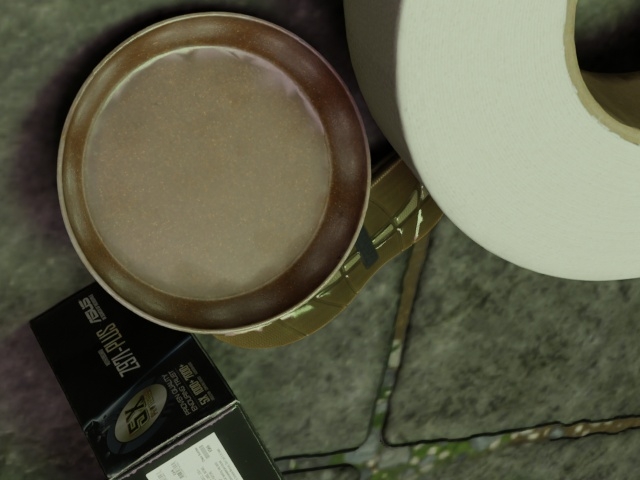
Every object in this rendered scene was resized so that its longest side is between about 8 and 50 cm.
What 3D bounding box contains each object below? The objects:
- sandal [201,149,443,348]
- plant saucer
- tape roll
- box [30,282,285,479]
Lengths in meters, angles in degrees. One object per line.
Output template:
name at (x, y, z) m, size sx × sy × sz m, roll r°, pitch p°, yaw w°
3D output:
sandal at (0.000, 0.000, 0.856) m, size 0.180 × 0.049 × 0.072 m, roll -37°, pitch 126°, yaw -22°
plant saucer at (-0.057, -0.036, 0.776) m, size 0.169 × 0.029 × 0.168 m, roll -2°, pitch 96°, yaw -18°
tape roll at (0.200, -0.150, 0.750) m, size 0.392 × 0.072 × 0.392 m, roll -15°, pitch 132°, yaw -17°
box at (-0.073, 0.124, 0.828) m, size 0.078 × 0.147 × 0.180 m, roll -31°, pitch 130°, yaw -7°
